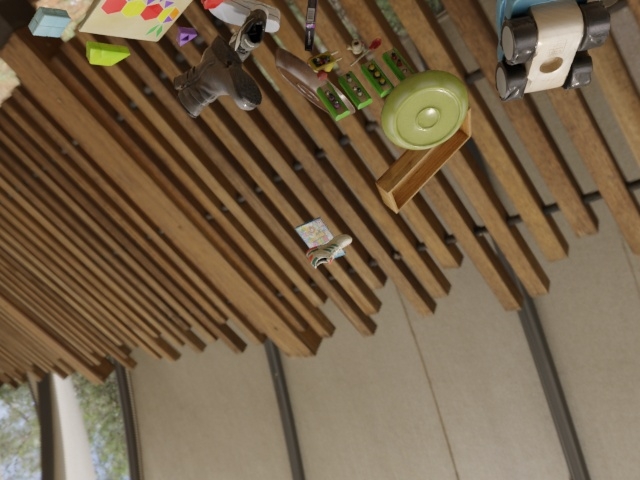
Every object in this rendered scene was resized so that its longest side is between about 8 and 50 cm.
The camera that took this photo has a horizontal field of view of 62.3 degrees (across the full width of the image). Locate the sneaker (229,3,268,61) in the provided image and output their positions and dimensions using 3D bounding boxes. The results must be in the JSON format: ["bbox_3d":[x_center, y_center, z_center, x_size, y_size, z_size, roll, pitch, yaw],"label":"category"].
[{"bbox_3d":[-0.251,-0.683,1.807,0.234,0.078,0.106,-46,-143,36],"label":"sneaker"}]

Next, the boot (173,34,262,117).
[{"bbox_3d":[-0.312,-0.437,1.573,0.223,0.118,0.338,-40,-132,15],"label":"boot"}]

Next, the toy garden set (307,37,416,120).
[{"bbox_3d":[0.097,-0.456,1.400,0.244,0.203,0.049,-29,158,-4],"label":"toy garden set"}]

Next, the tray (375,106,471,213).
[{"bbox_3d":[0.377,-0.299,1.913,0.411,0.203,0.076,-47,-114,-2],"label":"tray"}]

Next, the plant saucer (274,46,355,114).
[{"bbox_3d":[-0.028,-0.478,1.647,0.050,0.311,0.310,-52,-159,5],"label":"plant saucer"}]

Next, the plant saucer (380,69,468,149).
[{"bbox_3d":[0.282,-0.333,1.411,0.241,0.241,0.037,-31,-139,20],"label":"plant saucer"}]

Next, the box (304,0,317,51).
[{"bbox_3d":[-0.026,-0.630,1.508,0.162,0.029,0.116,102,-6,-81],"label":"box"}]

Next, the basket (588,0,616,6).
[{"bbox_3d":[0.804,-0.812,1.595,0.204,0.154,0.227,-28,-125,-14],"label":"basket"}]

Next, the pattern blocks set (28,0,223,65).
[{"bbox_3d":[-0.303,-0.394,0.893,0.285,0.026,0.325,-32,176,24],"label":"pattern blocks set"}]

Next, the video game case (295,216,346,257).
[{"bbox_3d":[0.000,0.000,1.893,0.119,0.166,0.015,-21,-156,36],"label":"video game case"}]

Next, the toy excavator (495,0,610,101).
[{"bbox_3d":[0.532,-0.644,1.325,0.222,0.433,0.445,-11,-116,6],"label":"toy excavator"}]

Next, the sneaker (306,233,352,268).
[{"bbox_3d":[0.037,0.041,1.732,0.161,0.057,0.075,-23,-126,-3],"label":"sneaker"}]

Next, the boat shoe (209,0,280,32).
[{"bbox_3d":[-0.267,-0.814,1.871,0.095,0.258,0.084,149,-51,-61],"label":"boat shoe"}]
